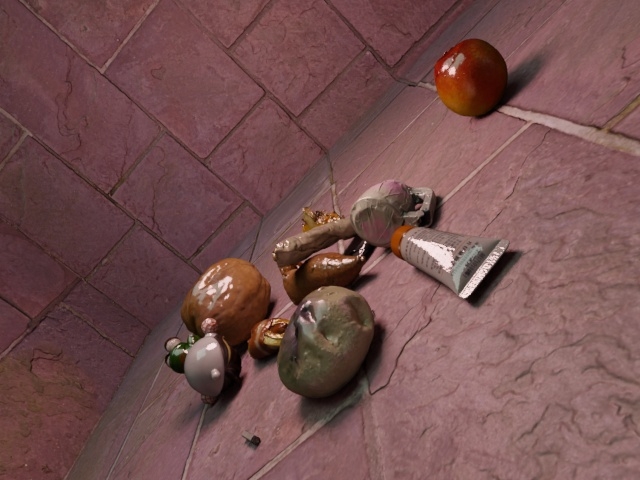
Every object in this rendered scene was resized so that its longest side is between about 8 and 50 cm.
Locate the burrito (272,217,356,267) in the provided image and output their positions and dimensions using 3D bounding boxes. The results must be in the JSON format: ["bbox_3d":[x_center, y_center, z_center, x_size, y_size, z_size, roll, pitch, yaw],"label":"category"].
[{"bbox_3d":[0.000,0.000,1.545,0.392,0.076,0.117,-22,-20,-39],"label":"burrito"}]

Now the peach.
[{"bbox_3d":[0.466,-0.506,1.523,0.231,0.231,0.231,-44,16,15],"label":"peach"}]

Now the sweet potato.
[{"bbox_3d":[0.021,0.092,1.441,0.336,0.131,0.131,-32,21,45],"label":"sweet potato"}]

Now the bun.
[{"bbox_3d":[-0.001,0.222,1.113,0.273,0.168,0.273,-49,18,22],"label":"bun"}]

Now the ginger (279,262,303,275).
[{"bbox_3d":[-0.103,0.118,1.785,0.073,0.103,0.162,-48,24,16],"label":"ginger"}]

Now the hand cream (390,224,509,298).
[{"bbox_3d":[0.260,0.023,1.037,0.140,0.089,0.314,-50,19,-3],"label":"hand cream"}]

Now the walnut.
[{"bbox_3d":[-0.340,0.226,1.819,0.344,0.306,0.306,-57,17,-23],"label":"walnut"}]

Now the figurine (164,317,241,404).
[{"bbox_3d":[-0.395,0.395,1.600,0.369,0.167,0.282,3,93,45],"label":"figurine"}]

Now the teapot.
[{"bbox_3d":[0.203,-0.100,1.356,0.221,0.163,0.178,-32,15,47],"label":"teapot"}]

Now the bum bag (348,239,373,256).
[{"bbox_3d":[0.145,-0.005,1.490,0.198,0.049,0.087,-52,11,-12],"label":"bum bag"}]

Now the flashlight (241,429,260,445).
[{"bbox_3d":[-0.170,0.483,1.200,0.018,0.018,0.083,-53,16,-25],"label":"flashlight"}]

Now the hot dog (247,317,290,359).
[{"bbox_3d":[-0.165,0.296,1.510,0.261,0.093,0.123,-35,20,40],"label":"hot dog"}]

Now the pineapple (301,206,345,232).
[{"bbox_3d":[0.005,-0.084,1.877,0.140,0.164,0.249,-47,10,-26],"label":"pineapple"}]
